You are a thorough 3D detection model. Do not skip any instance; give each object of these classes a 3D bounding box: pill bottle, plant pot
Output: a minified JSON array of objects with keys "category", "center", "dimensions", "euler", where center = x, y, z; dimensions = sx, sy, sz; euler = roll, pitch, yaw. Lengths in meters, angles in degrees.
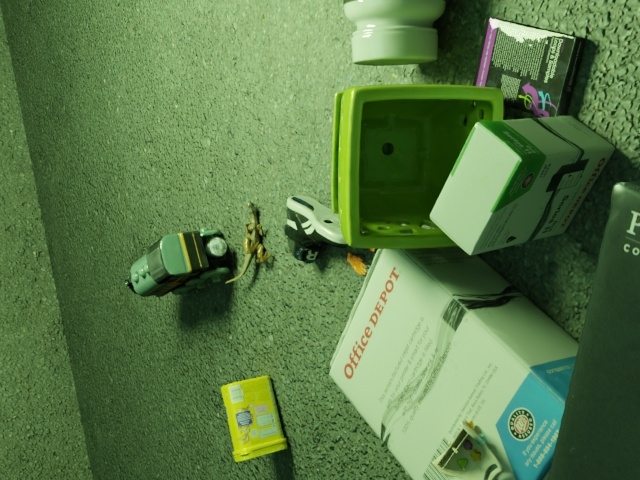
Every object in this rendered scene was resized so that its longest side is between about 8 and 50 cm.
[{"category":"pill bottle","center":[0.114,-0.420,1.169],"dimensions":[0.161,0.161,0.283],"euler":[10,104,53]},{"category":"plant pot","center":[0.127,-0.123,1.140],"dimensions":[0.207,0.227,0.228],"euler":[-130,40,-72]}]

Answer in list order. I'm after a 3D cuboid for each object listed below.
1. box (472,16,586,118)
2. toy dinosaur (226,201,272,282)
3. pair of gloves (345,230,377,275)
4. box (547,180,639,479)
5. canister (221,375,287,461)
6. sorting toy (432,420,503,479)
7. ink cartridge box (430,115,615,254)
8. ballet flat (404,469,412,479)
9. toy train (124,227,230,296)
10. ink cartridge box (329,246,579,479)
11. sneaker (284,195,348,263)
[{"category":"box","center":[0.290,-0.245,1.075],"dimensions":[0.162,0.029,0.116],"euler":[35,124,47]},{"category":"toy dinosaur","center":[-0.156,0.021,1.723],"dimensions":[0.112,0.064,0.212],"euler":[-138,59,-64]},{"category":"pair of gloves","center":[0.077,0.022,1.432],"dimensions":[0.074,0.010,0.083],"euler":[39,125,43]},{"category":"box","center":[0.492,0.223,0.673],"dimensions":[0.479,0.297,0.472],"euler":[27,115,48]},{"category":"canister","center":[-0.152,0.403,1.722],"dimensions":[0.073,0.126,0.170],"euler":[-30,70,52]},{"category":"sorting toy","center":[0.202,0.288,0.996],"dimensions":[0.075,0.044,0.083],"euler":[45,125,29]},{"category":"ink cartridge box","center":[0.266,-0.076,0.990],"dimensions":[0.087,0.208,0.153],"euler":[48,133,34]},{"category":"ballet flat","center":[0.165,0.349,1.317],"dimensions":[0.280,0.095,0.096],"euler":[-132,37,-51]},{"category":"toy train","center":[-0.362,0.062,1.885],"dimensions":[0.334,0.190,0.142],"euler":[-26,75,52]},{"category":"ink cartridge box","center":[0.218,0.214,1.133],"dimensions":[0.395,0.166,0.286],"euler":[47,127,38]},{"category":"sneaker","center":[0.000,0.000,1.486],"dimensions":[0.217,0.079,0.121],"euler":[39,130,54]}]
